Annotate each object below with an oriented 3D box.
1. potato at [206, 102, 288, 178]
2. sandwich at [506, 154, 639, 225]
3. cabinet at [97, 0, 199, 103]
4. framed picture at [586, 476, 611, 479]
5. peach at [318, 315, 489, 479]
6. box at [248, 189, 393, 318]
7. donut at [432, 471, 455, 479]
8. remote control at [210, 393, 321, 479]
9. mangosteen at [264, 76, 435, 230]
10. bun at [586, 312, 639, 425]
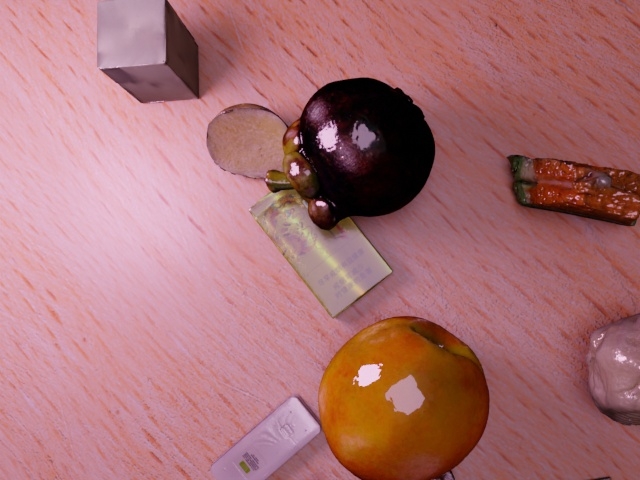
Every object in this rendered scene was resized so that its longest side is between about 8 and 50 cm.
[{"bbox_3d":[-0.147,-0.240,1.143,0.202,0.182,0.117,0,42,-2],"label":"potato"},{"bbox_3d":[0.543,-0.097,1.033,0.292,0.212,0.109,9,101,-7],"label":"sandwich"},{"bbox_3d":[-0.371,-0.413,1.131,0.145,0.206,0.150,-3,84,5],"label":"cabinet"},{"bbox_3d":[0.539,0.557,1.060,0.149,0.011,0.109,-11,84,4],"label":"framed picture"},{"bbox_3d":[0.150,0.312,0.985,0.308,0.308,0.332,34,98,7],"label":"peach"},{"bbox_3d":[0.000,0.000,1.143,0.173,0.043,0.311,-39,83,1],"label":"box"},{"bbox_3d":[0.211,0.503,1.070,0.141,0.059,0.140,-1,84,6],"label":"donut"},{"bbox_3d":[-0.118,0.451,1.117,0.250,0.034,0.103,-42,83,0],"label":"remote control"},{"bbox_3d":[0.077,-0.164,1.024,0.297,0.297,0.313,24,81,7],"label":"mangosteen"},{"bbox_3d":[0.656,0.241,0.975,0.282,0.281,0.204,2,60,5],"label":"bun"}]
